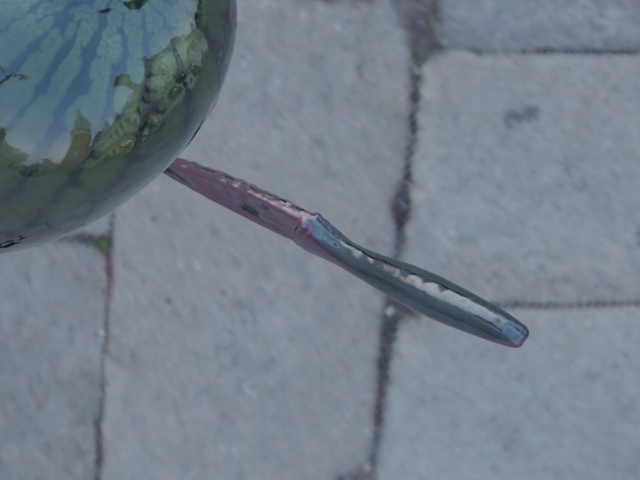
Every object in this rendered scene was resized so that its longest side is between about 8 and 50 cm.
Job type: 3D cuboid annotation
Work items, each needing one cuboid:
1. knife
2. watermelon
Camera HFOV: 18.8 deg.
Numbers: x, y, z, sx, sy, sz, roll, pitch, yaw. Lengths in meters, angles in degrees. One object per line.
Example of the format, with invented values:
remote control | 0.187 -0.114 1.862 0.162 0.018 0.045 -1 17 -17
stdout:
knife | 0.000 0.000 0.998 0.018 0.247 0.035 -55 153 -20
watermelon | -0.060 -0.038 0.366 0.078 0.111 0.078 15 65 -35
